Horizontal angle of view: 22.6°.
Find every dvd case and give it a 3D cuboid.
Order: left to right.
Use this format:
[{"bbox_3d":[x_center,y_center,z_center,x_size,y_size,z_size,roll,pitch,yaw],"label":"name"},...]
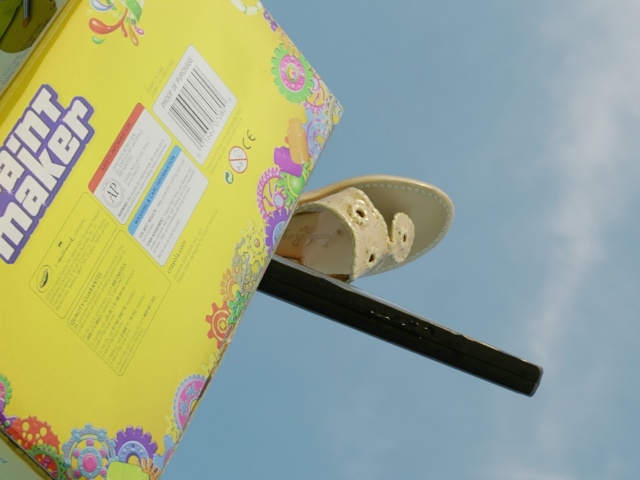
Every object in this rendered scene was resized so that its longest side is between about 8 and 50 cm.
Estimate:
[{"bbox_3d":[0.011,0.035,0.984,0.180,0.253,0.022,22,-91,-16],"label":"dvd case"}]

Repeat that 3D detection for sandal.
[{"bbox_3d":[-0.001,0.006,1.147,0.079,0.240,0.088,-122,-139,-53],"label":"sandal"}]

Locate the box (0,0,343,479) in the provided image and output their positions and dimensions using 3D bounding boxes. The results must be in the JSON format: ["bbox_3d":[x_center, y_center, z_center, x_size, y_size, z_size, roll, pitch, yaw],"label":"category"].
[{"bbox_3d":[-0.186,-0.002,0.849,0.279,0.177,0.290,-12,-140,40],"label":"box"}]
